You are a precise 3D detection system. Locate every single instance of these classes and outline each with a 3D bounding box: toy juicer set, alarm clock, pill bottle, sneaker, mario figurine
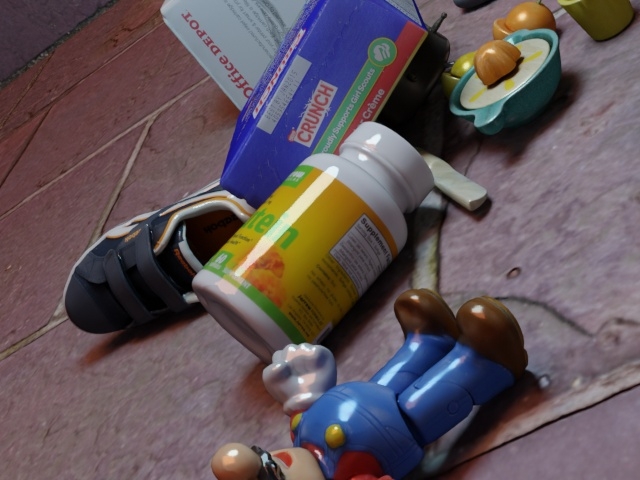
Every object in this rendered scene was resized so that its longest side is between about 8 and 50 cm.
[{"bbox_3d":[0.177,-0.171,1.260,0.329,0.089,0.209,-50,25,-20],"label":"toy juicer set"},{"bbox_3d":[0.099,-0.196,1.442,0.192,0.064,0.129,-31,30,61],"label":"alarm clock"},{"bbox_3d":[0.000,0.000,1.167,0.246,0.136,0.136,-48,24,-16],"label":"pill bottle"},{"bbox_3d":[-0.194,0.027,1.433,0.321,0.126,0.127,-33,19,14],"label":"sneaker"},{"bbox_3d":[0.005,0.144,0.856,0.320,0.170,0.198,-43,-12,-25],"label":"mario figurine"}]

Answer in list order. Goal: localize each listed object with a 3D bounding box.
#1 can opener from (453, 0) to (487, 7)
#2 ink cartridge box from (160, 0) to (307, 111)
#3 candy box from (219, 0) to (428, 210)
[{"bbox_3d":[0.293,-0.393,1.525,0.283,0.076,0.095,-24,61,33],"label":"can opener"},{"bbox_3d":[-0.058,-0.376,1.809,0.307,0.223,0.129,-32,24,20],"label":"ink cartridge box"},{"bbox_3d":[0.003,-0.187,1.367,0.268,0.122,0.317,-57,9,17],"label":"candy box"}]
